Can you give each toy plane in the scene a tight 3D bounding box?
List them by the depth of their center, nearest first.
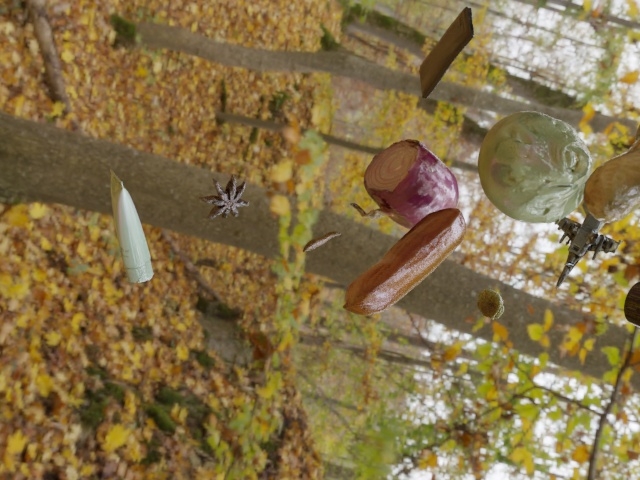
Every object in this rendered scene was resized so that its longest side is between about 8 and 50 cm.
[{"bbox_3d":[0.731,0.021,1.911,0.262,0.192,0.088,-61,148,3],"label":"toy plane"}]

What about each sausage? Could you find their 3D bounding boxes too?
[{"bbox_3d":[0.156,0.038,1.183,0.300,0.083,0.089,-39,-164,-29],"label":"sausage"}]

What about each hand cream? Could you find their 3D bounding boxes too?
[{"bbox_3d":[-0.338,-0.022,1.188,0.078,0.050,0.205,39,-39,53],"label":"hand cream"}]

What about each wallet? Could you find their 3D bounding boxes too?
[{"bbox_3d":[0.337,-0.505,1.826,0.244,0.025,0.124,130,-32,-50],"label":"wallet"}]

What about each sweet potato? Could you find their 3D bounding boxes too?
[{"bbox_3d":[0.000,0.000,1.774,0.026,0.115,0.026,54,-17,25],"label":"sweet potato"}]

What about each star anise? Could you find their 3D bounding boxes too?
[{"bbox_3d":[-0.239,-0.105,1.726,0.042,0.141,0.141,43,-54,47],"label":"star anise"}]

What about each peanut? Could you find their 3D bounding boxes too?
[{"bbox_3d":[0.501,-0.112,1.028,0.228,0.085,0.104,-39,-159,0],"label":"peanut"}]

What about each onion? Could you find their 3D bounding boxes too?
[{"bbox_3d":[0.196,-0.104,1.397,0.207,0.201,0.200,-23,-130,55],"label":"onion"}]

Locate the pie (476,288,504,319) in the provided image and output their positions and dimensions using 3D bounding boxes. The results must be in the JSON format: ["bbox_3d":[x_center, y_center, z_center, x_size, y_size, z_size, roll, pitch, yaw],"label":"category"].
[{"bbox_3d":[0.446,0.166,1.768,0.020,0.084,0.084,-20,140,-40],"label":"pie"}]

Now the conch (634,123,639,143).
[{"bbox_3d":[0.731,-0.206,1.409,0.386,0.203,0.169,-44,-130,42],"label":"conch"}]

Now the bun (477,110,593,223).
[{"bbox_3d":[0.509,-0.181,1.547,0.179,0.283,0.283,129,-25,-68],"label":"bun"}]

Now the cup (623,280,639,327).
[{"bbox_3d":[1.019,0.232,1.974,0.166,0.239,0.177,-41,-153,-17],"label":"cup"}]
